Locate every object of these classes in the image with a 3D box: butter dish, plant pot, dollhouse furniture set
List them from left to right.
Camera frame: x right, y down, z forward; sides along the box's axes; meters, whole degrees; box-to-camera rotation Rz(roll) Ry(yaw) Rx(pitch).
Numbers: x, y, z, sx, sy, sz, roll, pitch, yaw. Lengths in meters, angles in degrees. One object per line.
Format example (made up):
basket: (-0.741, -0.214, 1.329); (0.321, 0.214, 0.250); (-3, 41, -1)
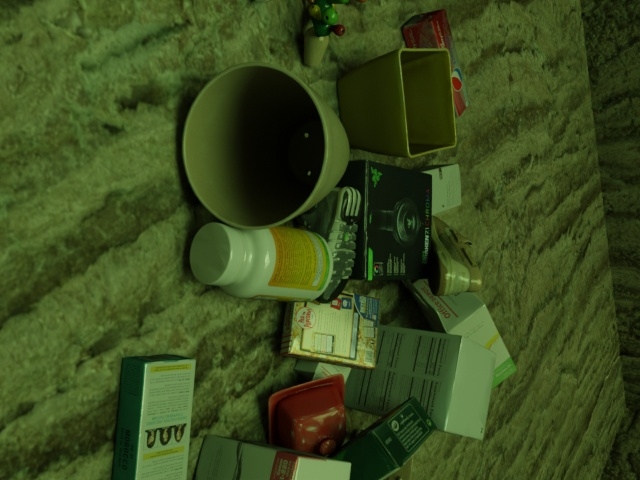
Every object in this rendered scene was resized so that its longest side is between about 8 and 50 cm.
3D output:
plant pot: (-0.056, -0.157, 1.096); (0.274, 0.256, 0.257); (-15, 104, -67)
butter dish: (-0.008, 0.355, 1.190); (0.160, 0.118, 0.160); (-12, 122, -22)
dollhouse furniture set: (0.147, 0.500, 1.423); (0.151, 0.143, 0.123); (68, 28, -84)
plant pot: (0.157, -0.292, 1.367); (0.212, 0.187, 0.213); (-20, 107, -48)

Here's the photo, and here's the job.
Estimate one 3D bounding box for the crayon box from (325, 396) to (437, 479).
crayon box: (0.054, 0.444, 1.222); (0.083, 0.323, 0.203); (53, 26, 14)

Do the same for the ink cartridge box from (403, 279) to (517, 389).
ink cartridge box: (0.349, 0.203, 1.596); (0.119, 0.207, 0.354); (-35, 127, -1)

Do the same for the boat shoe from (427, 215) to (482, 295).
boat shoe: (0.306, 0.036, 1.515); (0.341, 0.110, 0.122); (-88, -179, -63)

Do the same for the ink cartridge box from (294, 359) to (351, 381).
ink cartridge box: (0.014, 0.248, 1.310); (0.104, 0.061, 0.181); (50, 54, -38)

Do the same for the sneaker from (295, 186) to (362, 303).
sneaker: (0.000, 0.000, 1.238); (0.086, 0.132, 0.229); (10, 96, -51)

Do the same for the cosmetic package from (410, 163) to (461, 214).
cosmetic package: (0.267, -0.125, 1.593); (0.231, 0.085, 0.118); (-20, 107, -50)

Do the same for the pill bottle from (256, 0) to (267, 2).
pill bottle: (-0.081, -0.487, 1.159); (0.120, 0.067, 0.067); (-45, 125, -40)

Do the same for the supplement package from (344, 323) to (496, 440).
supplement package: (0.221, 0.311, 1.410); (0.199, 0.262, 0.198); (30, 69, -48)

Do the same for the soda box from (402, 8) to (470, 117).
soda box: (0.298, -0.443, 1.610); (0.083, 0.092, 0.263); (-49, 128, -36)

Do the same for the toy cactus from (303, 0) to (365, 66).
toy cactus: (0.008, -0.432, 1.229); (0.112, 0.219, 0.181); (-1, 127, -20)

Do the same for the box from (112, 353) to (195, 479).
box: (-0.259, 0.304, 0.977); (0.100, 0.060, 0.245); (8, 85, -51)

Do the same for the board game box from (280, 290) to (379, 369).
board game box: (0.022, 0.169, 1.253); (0.193, 0.045, 0.147); (16, 68, -24)

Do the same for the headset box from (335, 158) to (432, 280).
headset box: (0.116, -0.039, 1.371); (0.283, 0.131, 0.247); (4, 88, -51)

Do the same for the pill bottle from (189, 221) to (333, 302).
pill bottle: (-0.101, 0.035, 1.100); (0.245, 0.136, 0.137); (11, 83, -51)

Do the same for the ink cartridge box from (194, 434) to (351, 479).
ink cartridge box: (-0.081, 0.399, 1.076); (0.158, 0.217, 0.092); (30, 64, -48)
